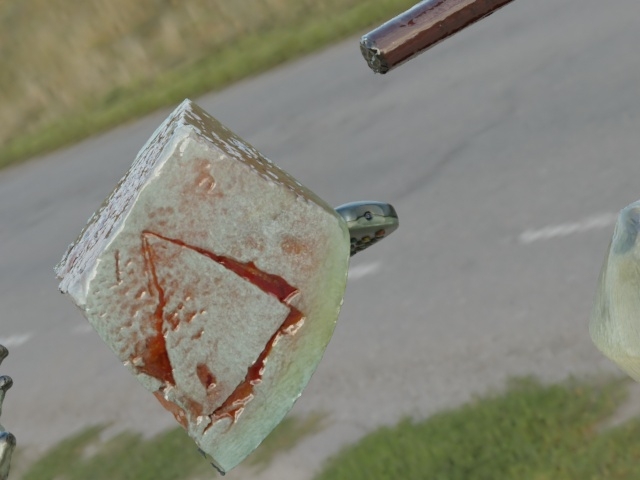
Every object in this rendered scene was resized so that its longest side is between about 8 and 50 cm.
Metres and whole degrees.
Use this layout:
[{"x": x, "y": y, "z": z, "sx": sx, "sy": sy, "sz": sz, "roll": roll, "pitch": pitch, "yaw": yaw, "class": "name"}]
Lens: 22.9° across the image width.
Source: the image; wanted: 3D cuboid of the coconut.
[{"x": 0.374, "y": 0.049, "z": 1.453, "sx": 0.245, "sy": 0.247, "sz": 0.245, "roll": -44, "pitch": 25, "yaw": 27, "class": "coconut"}]

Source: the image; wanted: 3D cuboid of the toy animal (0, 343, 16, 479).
[{"x": -0.338, "y": 0.180, "z": 1.403, "sx": 0.217, "sy": 0.073, "sz": 0.176, "roll": -11, "pitch": 40, "yaw": 22, "class": "toy animal"}]

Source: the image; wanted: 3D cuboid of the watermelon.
[{"x": -0.124, "y": 0.012, "z": 1.208, "sx": 0.262, "sy": 0.201, "sz": 0.213, "roll": 39, "pitch": 98, "yaw": 35, "class": "watermelon"}]

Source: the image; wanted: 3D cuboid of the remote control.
[{"x": 0.000, "y": 0.000, "z": 1.410, "sx": 0.072, "sy": 0.042, "sz": 0.222, "roll": -8, "pitch": -7, "yaw": -24, "class": "remote control"}]

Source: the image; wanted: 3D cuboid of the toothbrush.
[{"x": 0.186, "y": -0.231, "z": 1.275, "sx": 0.364, "sy": 0.041, "sz": 0.041, "roll": -31, "pitch": 13, "yaw": -15, "class": "toothbrush"}]
